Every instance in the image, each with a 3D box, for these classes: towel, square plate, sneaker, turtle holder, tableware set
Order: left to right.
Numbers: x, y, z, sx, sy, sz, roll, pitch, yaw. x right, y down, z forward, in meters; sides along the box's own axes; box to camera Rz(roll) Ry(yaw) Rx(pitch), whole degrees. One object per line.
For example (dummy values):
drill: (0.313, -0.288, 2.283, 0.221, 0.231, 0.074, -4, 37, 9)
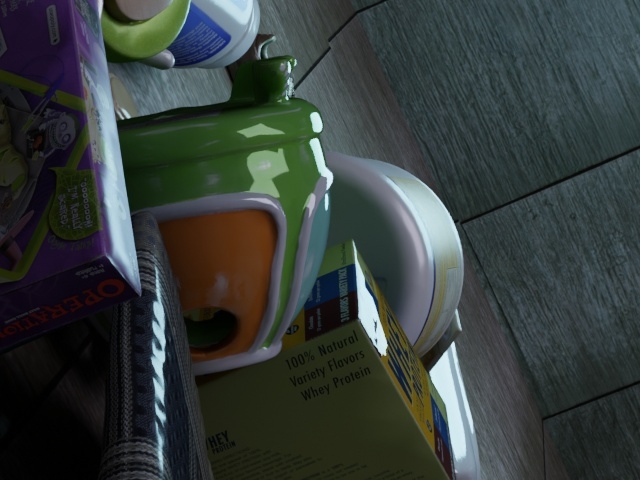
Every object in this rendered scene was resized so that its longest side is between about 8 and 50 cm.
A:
tableware set: (-0.220, -0.156, 1.522, 0.141, 0.020, 0.169, 64, 13, -4)
towel: (-0.108, 0.194, 1.087, 0.312, 0.056, 0.324, -97, 179, -48)
turtle holder: (-0.119, -0.018, 1.301, 0.320, 0.243, 0.227, 3, -76, 60)
sneaker: (-0.062, -0.181, 2.129, 0.188, 0.071, 0.066, 67, 12, 1)
square plate: (0.148, 0.259, 1.976, 0.344, 0.049, 0.347, -98, -176, -48)

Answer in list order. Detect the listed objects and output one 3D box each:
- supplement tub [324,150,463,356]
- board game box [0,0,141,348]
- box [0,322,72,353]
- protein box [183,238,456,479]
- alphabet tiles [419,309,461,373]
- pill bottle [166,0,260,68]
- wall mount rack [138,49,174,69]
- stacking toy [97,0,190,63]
supplement tub: (0.020, 0.031, 1.685, 0.241, 0.241, 0.331, 68, 12, 5)
board game box: (-0.222, -0.079, 0.919, 0.056, 0.208, 0.347, 52, 20, -50)
box: (-0.233, -0.048, 1.073, 0.244, 0.100, 0.060, 67, 13, 1)
protein box: (-0.014, 0.145, 1.418, 0.201, 0.200, 0.136, 60, 13, -27)
alphabet tiles: (0.089, 0.117, 1.933, 0.009, 0.237, 0.198, 19, 36, -22)
pill bottle: (-0.158, -0.263, 1.676, 0.272, 0.152, 0.152, 30, 39, -72)
wall mount rack: (-0.254, -0.288, 1.356, 0.350, 0.130, 0.304, -99, 162, -46)
stacking toy: (-0.162, -0.262, 1.201, 0.279, 0.130, 0.309, -2, 95, -50)
